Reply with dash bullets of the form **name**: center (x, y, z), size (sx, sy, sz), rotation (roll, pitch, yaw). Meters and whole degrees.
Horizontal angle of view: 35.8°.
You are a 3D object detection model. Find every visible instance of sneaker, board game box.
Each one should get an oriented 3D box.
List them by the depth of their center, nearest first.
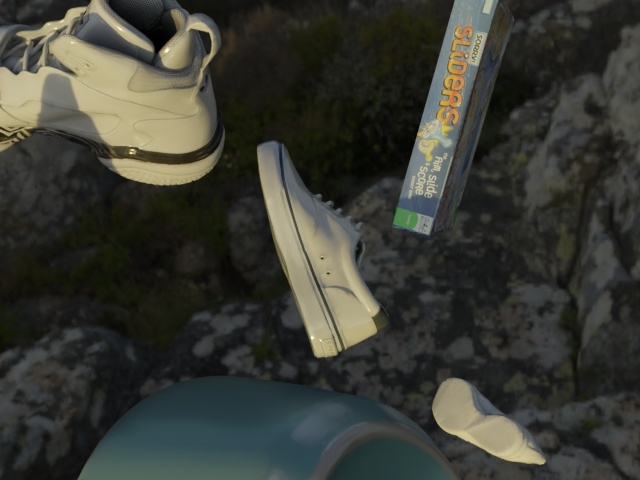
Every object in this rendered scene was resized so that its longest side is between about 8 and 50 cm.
- **board game box**: center (0.115, -0.105, 0.843), size (0.035, 0.201, 0.136), rotation (17, 9, 14)
- **sneaker**: center (-0.266, -0.180, 0.955), size (0.366, 0.210, 0.137), rotation (13, 57, -3)
- **sneaker**: center (0.000, 0.000, 1.044), size (0.091, 0.094, 0.258), rotation (-17, 64, -5)
- **sneaker**: center (0.248, 0.277, 1.466), size (0.080, 0.094, 0.212), rotation (-57, 31, 1)

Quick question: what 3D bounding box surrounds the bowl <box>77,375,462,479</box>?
- **bowl**: center (-0.002, 0.227, 0.665), size (0.163, 0.311, 0.311), rotation (-23, 29, 40)
